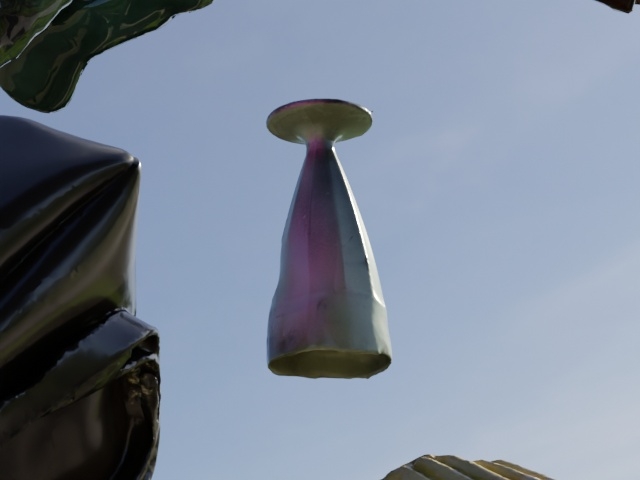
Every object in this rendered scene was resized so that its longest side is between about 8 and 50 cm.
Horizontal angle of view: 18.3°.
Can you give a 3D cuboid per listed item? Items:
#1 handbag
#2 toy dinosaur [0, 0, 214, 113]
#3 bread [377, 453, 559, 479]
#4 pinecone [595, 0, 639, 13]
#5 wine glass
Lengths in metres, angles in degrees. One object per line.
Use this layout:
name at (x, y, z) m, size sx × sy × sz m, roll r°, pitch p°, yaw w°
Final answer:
handbag at (-0.175, 0.112, 0.977) m, size 0.113 × 0.285 × 0.257 m, roll 16°, pitch 35°, yaw 18°
toy dinosaur at (-0.038, -0.076, 0.392) m, size 0.120 × 0.079 × 0.292 m, roll -31°, pitch 14°, yaw 51°
bread at (0.049, 0.213, 0.906) m, size 0.250 × 0.179 × 0.133 m, roll -34°, pitch 21°, yaw -17°
pinecone at (0.157, -0.267, 0.820) m, size 0.398 × 0.397 × 0.398 m, roll -11°, pitch -16°, yaw -3°
wine glass at (0.000, 0.000, 1.149) m, size 0.073 × 0.155 × 0.073 m, roll -4°, pitch -18°, yaw -1°
